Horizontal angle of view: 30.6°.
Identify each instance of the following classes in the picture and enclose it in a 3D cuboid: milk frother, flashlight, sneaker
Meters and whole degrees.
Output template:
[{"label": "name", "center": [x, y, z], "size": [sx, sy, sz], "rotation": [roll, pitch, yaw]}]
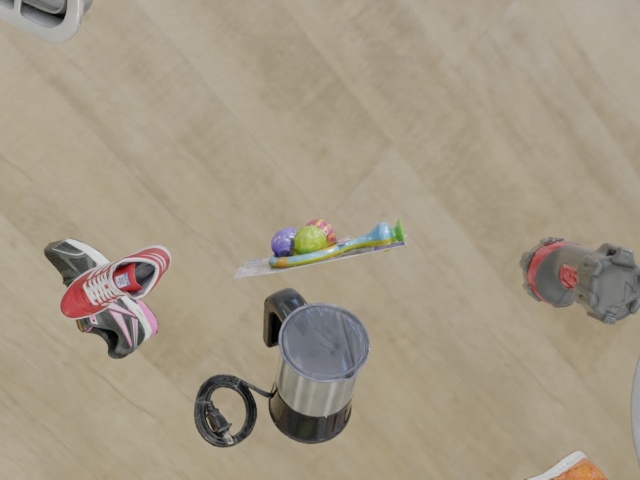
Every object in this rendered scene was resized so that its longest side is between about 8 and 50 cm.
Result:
[{"label": "milk frother", "center": [-0.039, 0.133, 1.100], "size": [0.129, 0.134, 0.143], "rotation": [37, 59, 18]}, {"label": "flashlight", "center": [0.348, 0.056, 1.565], "size": [0.103, 0.304, 0.103], "rotation": [-35, 97, 0]}, {"label": "sneaker", "center": [-0.197, 0.043, 1.095], "size": [0.118, 0.067, 0.042], "rotation": [-29, 99, 3]}, {"label": "sneaker", "center": [-0.283, 0.076, 1.462], "size": [0.178, 0.072, 0.077], "rotation": [47, 55, -13]}, {"label": "sneaker", "center": [0.172, 0.214, 0.885], "size": [0.175, 0.067, 0.064], "rotation": [-19, 147, -41]}]

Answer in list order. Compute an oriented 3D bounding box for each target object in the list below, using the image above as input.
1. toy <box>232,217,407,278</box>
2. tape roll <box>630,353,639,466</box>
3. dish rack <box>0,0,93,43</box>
[{"label": "toy", "center": [0.000, 0.000, 1.611], "size": [0.237, 0.137, 0.056], "rotation": [-7, 97, 5]}, {"label": "tape roll", "center": [0.281, 0.096, 0.617], "size": [0.219, 0.219, 0.072], "rotation": [-56, 138, -13]}, {"label": "dish rack", "center": [-0.330, -0.401, 1.218], "size": [0.072, 0.286, 0.332], "rotation": [-39, 150, -46]}]
